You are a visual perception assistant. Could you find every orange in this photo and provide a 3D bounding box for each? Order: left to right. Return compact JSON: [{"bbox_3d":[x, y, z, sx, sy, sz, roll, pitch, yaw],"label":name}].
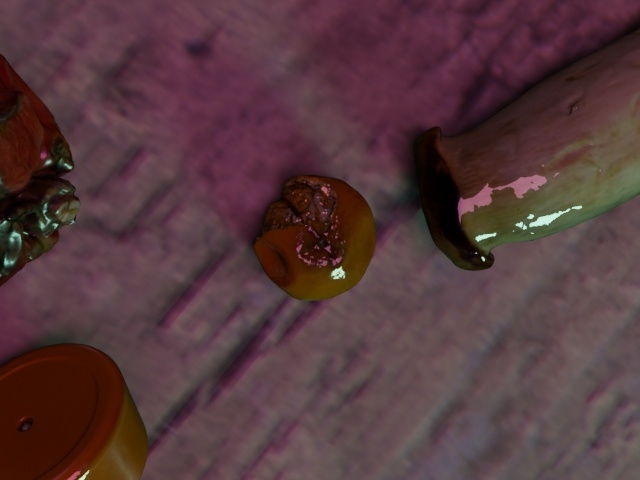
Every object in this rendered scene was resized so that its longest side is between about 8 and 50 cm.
[{"bbox_3d":[0.000,0.000,0.912,0.086,0.062,0.086,-3,101,-18],"label":"orange"}]

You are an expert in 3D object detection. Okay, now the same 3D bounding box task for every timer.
[{"bbox_3d":[-0.153,0.162,0.875,0.132,0.132,0.152,-36,130,-9],"label":"timer"}]

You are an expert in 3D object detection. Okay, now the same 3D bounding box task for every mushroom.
[{"bbox_3d":[0.213,-0.088,0.953,0.333,0.087,0.107,-28,103,-13],"label":"mushroom"}]

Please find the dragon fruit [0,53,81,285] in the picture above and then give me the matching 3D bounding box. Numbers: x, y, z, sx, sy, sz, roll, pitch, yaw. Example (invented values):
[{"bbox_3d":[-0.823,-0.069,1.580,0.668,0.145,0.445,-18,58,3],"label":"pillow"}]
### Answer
[{"bbox_3d":[-0.303,-0.037,0.738,0.315,0.250,0.250,-25,104,-26],"label":"dragon fruit"}]
